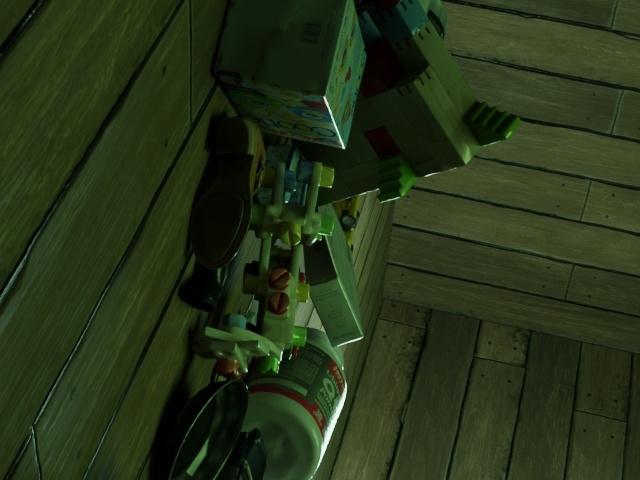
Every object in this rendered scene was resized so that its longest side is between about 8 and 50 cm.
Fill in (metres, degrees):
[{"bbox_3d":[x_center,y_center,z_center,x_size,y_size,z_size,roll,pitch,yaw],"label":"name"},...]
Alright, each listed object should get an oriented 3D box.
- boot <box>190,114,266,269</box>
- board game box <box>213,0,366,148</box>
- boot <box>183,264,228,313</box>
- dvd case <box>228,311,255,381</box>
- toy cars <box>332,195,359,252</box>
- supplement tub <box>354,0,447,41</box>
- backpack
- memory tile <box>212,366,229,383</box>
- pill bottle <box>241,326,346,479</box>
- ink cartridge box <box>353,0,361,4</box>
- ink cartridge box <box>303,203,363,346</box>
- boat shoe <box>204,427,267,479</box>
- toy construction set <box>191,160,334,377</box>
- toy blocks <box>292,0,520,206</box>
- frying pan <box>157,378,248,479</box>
[{"bbox_3d":[-0.106,-0.060,1.589,0.152,0.072,0.197,-2,105,-84],"label":"boot"},{"bbox_3d":[-0.032,-0.228,1.601,0.275,0.142,0.144,57,45,-79],"label":"board game box"},{"bbox_3d":[-0.140,0.039,1.598,0.121,0.045,0.099,96,10,-82],"label":"boot"},{"bbox_3d":[-0.124,0.180,1.948,0.087,0.013,0.120,-57,159,-70],"label":"dvd case"},{"bbox_3d":[0.049,-0.152,2.542,0.176,0.087,0.394,-33,132,-86],"label":"toy cars"},{"bbox_3d":[0.092,-0.279,2.173,0.207,0.207,0.338,86,17,-64],"label":"supplement tub"},{"bbox_3d":[-0.053,-0.091,1.878,0.114,0.084,0.105,69,32,-71],"label":"backpack"},{"bbox_3d":[-0.150,0.209,1.909,0.113,0.012,0.148,91,13,-56],"label":"memory tile"},{"bbox_3d":[-0.054,0.269,2.085,0.318,0.176,0.176,-61,161,-65],"label":"pill bottle"},{"bbox_3d":[0.044,-0.497,1.837,0.273,0.114,0.197,-65,164,-54],"label":"ink cartridge box"},{"bbox_3d":[0.000,0.000,2.202,0.296,0.066,0.261,-96,167,-61],"label":"ink cartridge box"},{"bbox_3d":[-0.135,0.427,1.905,0.158,0.127,0.341,-59,161,-44],"label":"boat shoe"},{"bbox_3d":[-0.067,0.060,1.755,0.215,0.151,0.328,119,-7,-65],"label":"toy construction set"},{"bbox_3d":[0.069,-0.213,1.845,0.261,0.381,0.191,55,52,-17],"label":"toy blocks"},{"bbox_3d":[-0.180,0.330,1.688,0.197,0.053,0.326,-17,129,-66],"label":"frying pan"}]
